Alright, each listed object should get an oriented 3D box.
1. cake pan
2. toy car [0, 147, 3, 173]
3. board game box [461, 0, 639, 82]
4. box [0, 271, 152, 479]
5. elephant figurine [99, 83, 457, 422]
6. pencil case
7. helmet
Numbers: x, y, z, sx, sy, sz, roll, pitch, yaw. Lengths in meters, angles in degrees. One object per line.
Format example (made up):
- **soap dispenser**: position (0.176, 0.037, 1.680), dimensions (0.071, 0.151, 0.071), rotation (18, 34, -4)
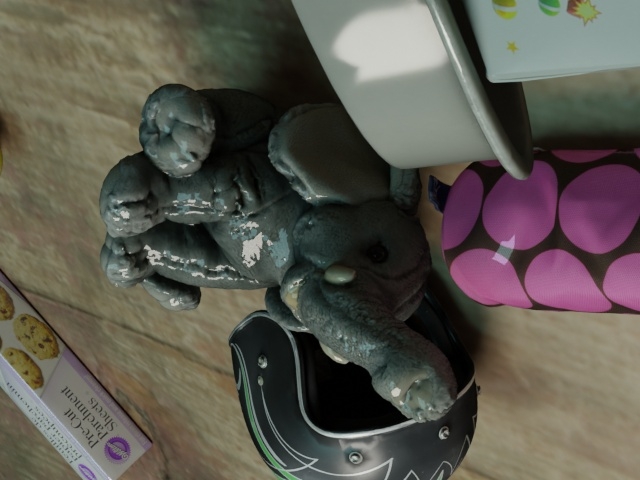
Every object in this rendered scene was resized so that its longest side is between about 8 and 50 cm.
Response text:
- **cake pan**: position (0.021, -0.159, 0.551), dimensions (0.054, 0.293, 0.293), rotation (-17, 116, 14)
- **toy car**: position (-0.380, -0.092, 1.237), dimensions (0.239, 0.053, 0.225), rotation (39, 145, 13)
- **board game box**: position (0.096, -0.238, 0.430), dimensions (0.098, 0.224, 0.303), rotation (0, 124, 44)
- **box**: position (-0.309, 0.117, 1.358), dimensions (0.324, 0.067, 0.063), rotation (50, 146, -2)
- **elephant figurine**: position (0.000, 0.000, 0.805), dimensions (0.240, 0.186, 0.169), rotation (18, 168, 15)
- **pencil case**: position (0.163, -0.009, 0.710), dimensions (0.209, 0.098, 0.095), rotation (2, 165, 45)
- **helmet**: position (0.026, 0.108, 0.905), dimensions (0.161, 0.169, 0.169), rotation (60, 147, 10)
